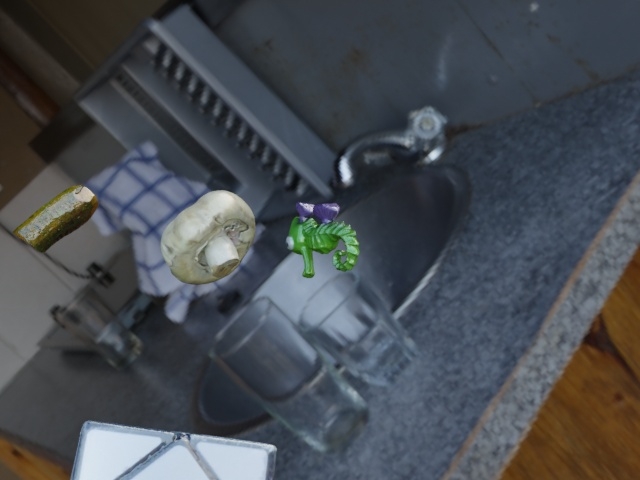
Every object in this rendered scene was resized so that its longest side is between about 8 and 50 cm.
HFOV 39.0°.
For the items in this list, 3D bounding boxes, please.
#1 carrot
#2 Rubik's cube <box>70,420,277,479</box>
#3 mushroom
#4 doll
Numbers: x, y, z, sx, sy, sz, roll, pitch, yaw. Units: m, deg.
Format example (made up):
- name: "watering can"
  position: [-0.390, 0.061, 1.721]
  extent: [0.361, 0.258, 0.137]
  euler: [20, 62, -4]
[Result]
- name: "carrot"
  position: [-0.529, -0.043, 1.825]
  extent: [0.173, 0.082, 0.082]
  euler: [-43, 15, -24]
- name: "Rubik's cube"
  position: [-0.173, 0.315, 0.967]
  extent: [0.205, 0.205, 0.207]
  euler: [130, 150, -69]
- name: "mushroom"
  position: [-0.163, 0.000, 1.366]
  extent: [0.154, 0.154, 0.122]
  euler: [-42, 56, 3]
- name: "doll"
  position: [0.000, 0.000, 1.340]
  extent: [0.050, 0.115, 0.190]
  euler: [-2, 2, -31]
